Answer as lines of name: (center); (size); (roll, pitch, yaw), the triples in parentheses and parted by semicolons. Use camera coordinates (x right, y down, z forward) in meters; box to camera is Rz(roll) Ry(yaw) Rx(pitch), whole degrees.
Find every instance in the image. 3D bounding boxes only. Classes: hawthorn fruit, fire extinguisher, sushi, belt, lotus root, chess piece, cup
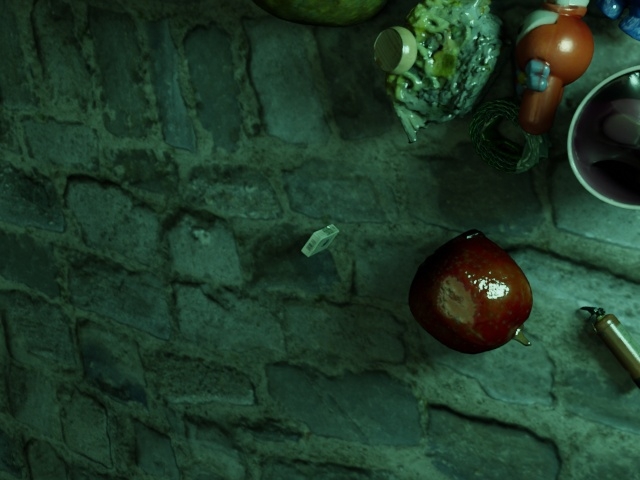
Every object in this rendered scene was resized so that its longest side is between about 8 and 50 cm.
hawthorn fruit: (0.289, 0.113, 1.630); (0.249, 0.215, 0.215); (37, 118, 9)
fire extinguisher: (0.538, 0.185, 1.586); (0.177, 0.050, 0.062); (53, 160, 10)
sushi: (0.225, -0.315, 1.586); (0.184, 0.139, 0.274); (38, 121, 20)
belt: (0.340, -0.187, 1.587); (0.151, 0.079, 0.121); (47, 120, 11)
lotus root: (-0.009, -0.503, 1.564); (0.250, 0.346, 0.250); (3, 96, 30)
chess piece: (0.131, -0.332, 1.541); (0.083, 0.038, 0.084); (10, 104, 48)
cup: (0.541, -0.195, 1.354); (0.208, 0.273, 0.288); (42, 119, 15)

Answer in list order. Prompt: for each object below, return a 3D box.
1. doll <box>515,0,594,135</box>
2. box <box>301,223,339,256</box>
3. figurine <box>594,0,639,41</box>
doll: (0.390, -0.320, 1.475); (0.130, 0.161, 0.290); (15, 102, 16)
box: (0.000, 0.000, 1.827); (0.024, 0.083, 0.054); (41, 119, 14)
figurine: (0.543, -0.444, 1.380); (0.164, 0.120, 0.262); (32, 114, 24)
